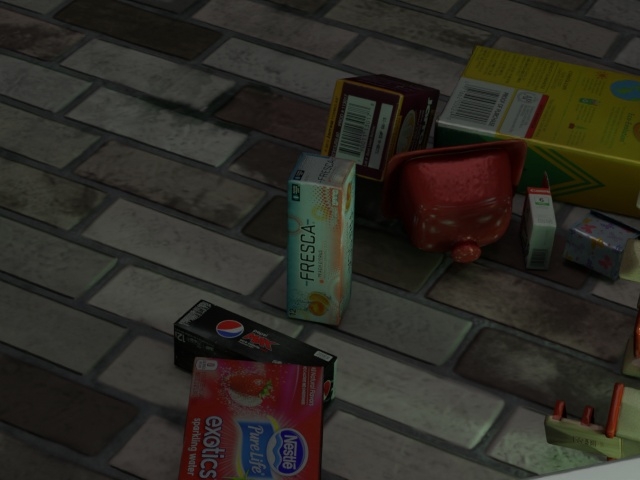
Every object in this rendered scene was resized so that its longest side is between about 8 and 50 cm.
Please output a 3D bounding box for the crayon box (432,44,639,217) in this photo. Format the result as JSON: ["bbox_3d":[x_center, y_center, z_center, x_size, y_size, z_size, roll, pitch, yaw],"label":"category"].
[{"bbox_3d":[0.315,-0.131,2.144,0.318,0.081,0.202,13,38,14],"label":"crayon box"}]

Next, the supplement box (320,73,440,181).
[{"bbox_3d":[0.071,-0.134,2.052,0.080,0.104,0.188,16,11,15],"label":"supplement box"}]

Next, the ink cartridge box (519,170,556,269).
[{"bbox_3d":[0.247,-0.025,2.008,0.029,0.063,0.115,4,36,-3],"label":"ink cartridge box"}]

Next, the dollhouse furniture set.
[{"bbox_3d":[0.318,0.085,1.726,0.135,0.262,0.259,12,68,15],"label":"dollhouse furniture set"}]

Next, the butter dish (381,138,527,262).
[{"bbox_3d":[0.155,-0.031,1.966,0.160,0.160,0.118,-6,63,-5],"label":"butter dish"}]

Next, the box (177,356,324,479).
[{"bbox_3d":[-0.064,0.233,1.584,0.128,0.123,0.257,4,36,0],"label":"box"}]

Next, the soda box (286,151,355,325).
[{"bbox_3d":[0.000,0.000,1.855,0.063,0.183,0.058,10,37,11],"label":"soda box"}]

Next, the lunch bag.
[{"bbox_3d":[0.326,-0.001,1.992,0.071,0.053,0.083,26,33,26],"label":"lunch bag"}]

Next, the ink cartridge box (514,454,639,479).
[{"bbox_3d":[0.216,0.281,1.463,0.309,0.272,0.130,-11,68,-5],"label":"ink cartridge box"}]

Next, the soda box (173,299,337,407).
[{"bbox_3d":[-0.067,0.123,1.787,0.169,0.060,0.053,22,42,23],"label":"soda box"}]
